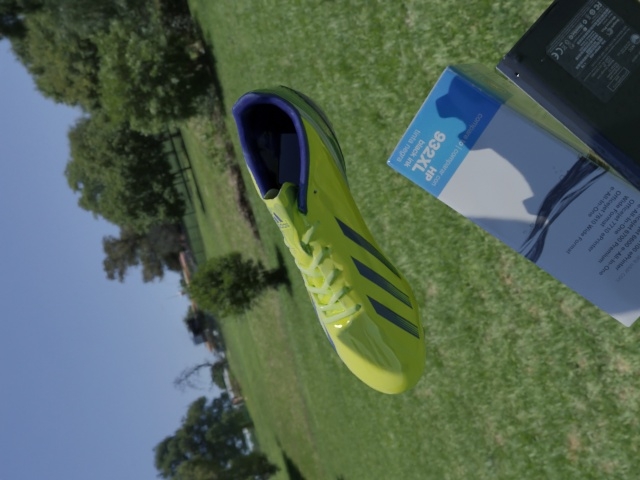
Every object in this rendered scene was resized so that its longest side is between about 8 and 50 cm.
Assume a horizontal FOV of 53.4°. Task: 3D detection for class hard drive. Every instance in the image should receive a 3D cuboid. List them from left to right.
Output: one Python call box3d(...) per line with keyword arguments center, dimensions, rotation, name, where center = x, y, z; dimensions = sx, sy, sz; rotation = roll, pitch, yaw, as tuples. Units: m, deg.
box3d(center=(0.199, -0.108, 0.424), dimensions=(0.135, 0.094, 0.022), rotation=(42, 174, 2), name="hard drive")

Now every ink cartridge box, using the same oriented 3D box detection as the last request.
box3d(center=(0.260, -0.070, 0.736), dimensions=(0.308, 0.129, 0.223), rotation=(36, -156, 9), name="ink cartridge box")

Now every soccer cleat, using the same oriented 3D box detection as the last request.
box3d(center=(-0.001, 0.000, 0.544), dimensions=(0.121, 0.094, 0.289), rotation=(-1, -114, -63), name="soccer cleat")
